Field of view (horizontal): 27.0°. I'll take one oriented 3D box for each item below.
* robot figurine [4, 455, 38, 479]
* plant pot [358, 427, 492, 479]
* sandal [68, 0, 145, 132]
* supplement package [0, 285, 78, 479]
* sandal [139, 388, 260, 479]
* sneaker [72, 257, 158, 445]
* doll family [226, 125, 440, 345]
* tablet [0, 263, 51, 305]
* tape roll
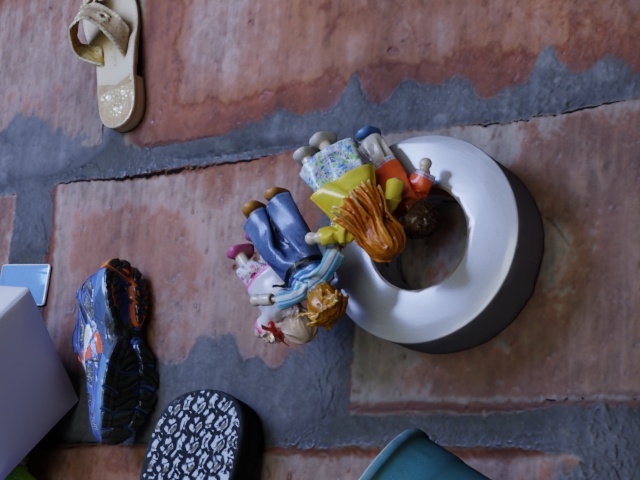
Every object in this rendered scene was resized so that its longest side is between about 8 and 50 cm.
[{"bbox_3d":[-0.387,0.294,1.609,0.101,0.067,0.115,-15,68,40],"label":"robot figurine"},{"bbox_3d":[0.133,0.343,1.169,0.255,0.271,0.272,26,91,20],"label":"plant pot"},{"bbox_3d":[-0.281,-0.256,1.694,0.088,0.079,0.240,-24,65,24],"label":"sandal"},{"bbox_3d":[-0.475,0.166,1.598,0.293,0.175,0.177,3,34,33],"label":"supplement package"},{"bbox_3d":[-0.147,0.384,1.428,0.167,0.107,0.446,3,65,34],"label":"sandal"},{"bbox_3d":[-0.249,0.136,1.573,0.087,0.083,0.221,-23,59,39],"label":"sneaker"},{"bbox_3d":[0.000,0.000,1.335,0.263,0.118,0.163,-43,59,14],"label":"doll family"},{"bbox_3d":[-0.381,0.057,1.710,0.083,0.006,0.054,-1,76,31],"label":"tablet"},{"bbox_3d":[0.116,0.005,1.378,0.219,0.072,0.219,-9,72,29],"label":"tape roll"}]
